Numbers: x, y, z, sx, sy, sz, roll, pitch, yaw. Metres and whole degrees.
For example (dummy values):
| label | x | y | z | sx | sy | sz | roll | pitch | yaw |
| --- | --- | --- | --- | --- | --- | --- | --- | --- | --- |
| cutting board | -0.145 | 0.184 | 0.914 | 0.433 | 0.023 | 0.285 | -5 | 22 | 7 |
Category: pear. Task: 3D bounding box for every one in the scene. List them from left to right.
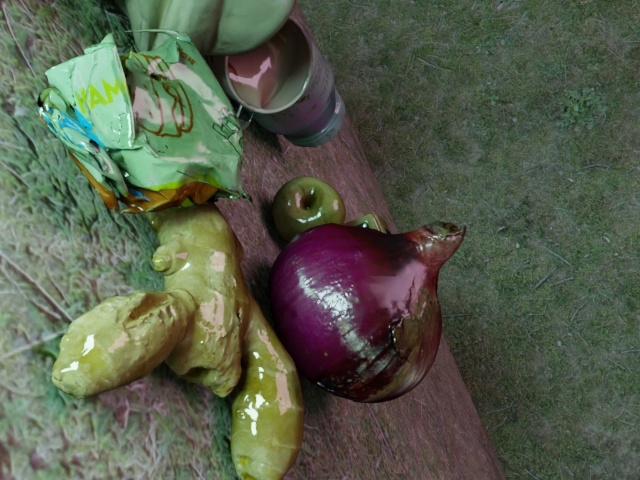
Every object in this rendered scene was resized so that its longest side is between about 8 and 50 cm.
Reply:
| label | x | y | z | sx | sy | sz | roll | pitch | yaw |
| --- | --- | --- | --- | --- | --- | --- | --- | --- | --- |
| pear | -0.027 | -0.061 | 1.128 | 0.136 | 0.167 | 0.167 | 91 | -14 | -59 |

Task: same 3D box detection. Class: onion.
| label | x | y | z | sx | sy | sz | roll | pitch | yaw |
| --- | --- | --- | --- | --- | --- | --- | --- | --- | --- |
| onion | 0.103 | 0.090 | 0.927 | 0.348 | 0.385 | 0.348 | 44 | 14 | -14 |

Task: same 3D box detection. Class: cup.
| label | x | y | z | sx | sy | sz | roll | pitch | yaw |
| --- | --- | --- | --- | --- | --- | --- | --- | --- | --- |
| cup | -0.159 | -0.352 | 1.064 | 0.191 | 0.253 | 0.200 | 11 | 16 | -39 |

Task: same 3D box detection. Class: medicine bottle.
| label | x | y | z | sx | sy | sz | roll | pitch | yaw |
| --- | --- | --- | --- | --- | --- | --- | --- | --- | --- |
| medicine bottle | -0.076 | -0.389 | 1.320 | 0.290 | 0.245 | 0.245 | 32 | 36 | -61 |

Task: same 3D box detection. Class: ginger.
| label | x | y | z | sx | sy | sz | roll | pitch | yaw |
| --- | --- | --- | --- | --- | --- | --- | --- | --- | --- |
| ginger | -0.128 | 0.097 | 0.652 | 0.363 | 0.122 | 0.348 | 41 | 35 | -34 |

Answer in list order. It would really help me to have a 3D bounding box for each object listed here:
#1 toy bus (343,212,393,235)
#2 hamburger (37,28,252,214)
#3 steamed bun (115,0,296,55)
| label | x | y | z | sx | sy | sz | roll | pitch | yaw |
| --- | --- | --- | --- | --- | --- | --- | --- | --- | --- |
| toy bus | 0.144 | 0.124 | 1.319 | 0.365 | 0.202 | 0.177 | 69 | 15 | 14 |
| hamburger | -0.197 | -0.167 | 0.624 | 0.260 | 0.150 | 0.276 | 9 | 44 | -38 |
| steamed bun | -0.245 | -0.466 | 0.789 | 0.255 | 0.342 | 0.368 | -22 | 99 | -52 |
